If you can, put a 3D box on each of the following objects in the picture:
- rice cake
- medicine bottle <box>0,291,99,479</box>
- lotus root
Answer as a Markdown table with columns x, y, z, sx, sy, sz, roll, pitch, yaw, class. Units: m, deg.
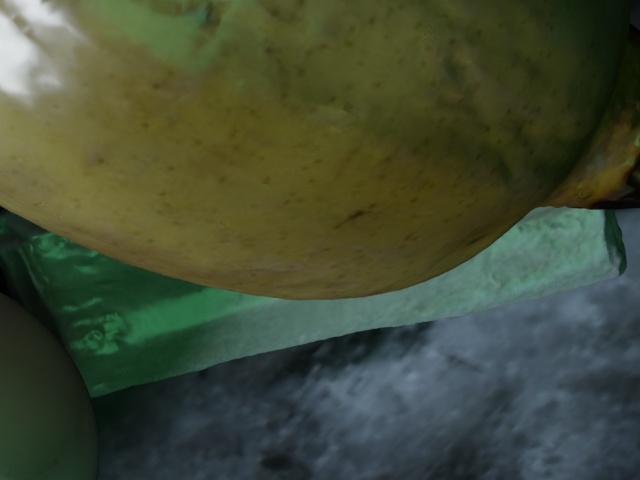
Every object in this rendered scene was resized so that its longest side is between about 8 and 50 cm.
| x | y | z | sx | sy | sz | roll | pitch | yaw | class |
| --- | --- | --- | --- | --- | --- | --- | --- | --- | --- |
| 0.000 | 0.000 | 0.650 | 0.226 | 0.040 | 0.085 | -12 | 127 | -2 | rice cake |
| -0.204 | 0.146 | 0.648 | 0.130 | 0.130 | 0.341 | 26 | 120 | -27 | medicine bottle |
| 0.005 | -0.069 | 0.530 | 0.310 | 0.183 | 0.183 | 21 | 119 | -31 | lotus root |
